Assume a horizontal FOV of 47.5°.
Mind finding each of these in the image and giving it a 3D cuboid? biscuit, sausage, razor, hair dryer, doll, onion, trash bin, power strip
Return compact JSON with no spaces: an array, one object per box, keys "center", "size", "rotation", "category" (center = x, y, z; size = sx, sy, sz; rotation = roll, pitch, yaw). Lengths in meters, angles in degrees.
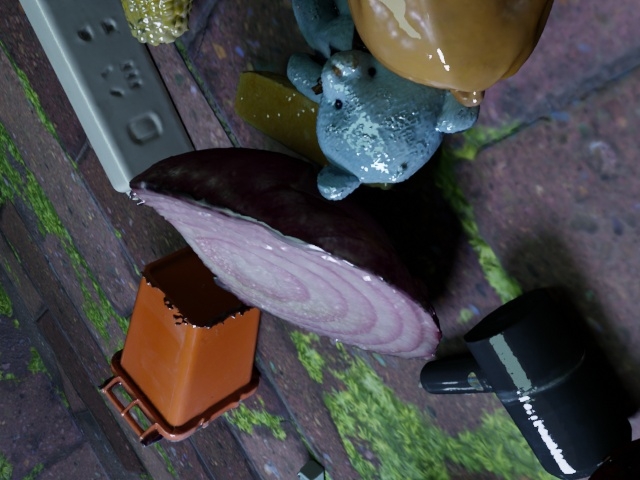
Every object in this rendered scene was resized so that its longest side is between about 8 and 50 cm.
[{"center":[0.008,-0.093,0.590],"size":[0.188,0.056,0.052],"rotation":[32,122,35],"category":"biscuit"},{"center":[0.057,-0.189,0.379],"size":[0.120,0.136,0.241],"rotation":[2,123,46],"category":"sausage"},{"center":[-0.009,0.424,1.072],"size":[0.111,0.056,0.278],"rotation":[30,131,36],"category":"razor"},{"center":[0.138,0.119,0.592],"size":[0.124,0.071,0.219],"rotation":[59,155,-2],"category":"hair dryer"},{"center":[0.023,-0.121,0.491],"size":[0.120,0.075,0.180],"rotation":[-29,74,23],"category":"doll"},{"center":[0.000,0.000,0.618],"size":[0.247,0.111,0.250],"rotation":[14,156,29],"category":"onion"},{"center":[-0.174,0.129,0.928],"size":[0.161,0.184,0.239],"rotation":[43,139,23],"category":"trash bin"},{"center":[-0.241,-0.191,0.817],"size":[0.058,0.098,0.338],"rotation":[-6,112,53],"category":"power strip"}]

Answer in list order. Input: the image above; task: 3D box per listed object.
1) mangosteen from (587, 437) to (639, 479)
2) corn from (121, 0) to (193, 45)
[{"center":[0.239,0.206,0.444],"size":[0.166,0.166,0.180],"rotation":[28,157,40],"category":"mangosteen"},{"center":[-0.147,-0.301,0.607],"size":[0.086,0.086,0.288],"rotation":[40,146,28],"category":"corn"}]
